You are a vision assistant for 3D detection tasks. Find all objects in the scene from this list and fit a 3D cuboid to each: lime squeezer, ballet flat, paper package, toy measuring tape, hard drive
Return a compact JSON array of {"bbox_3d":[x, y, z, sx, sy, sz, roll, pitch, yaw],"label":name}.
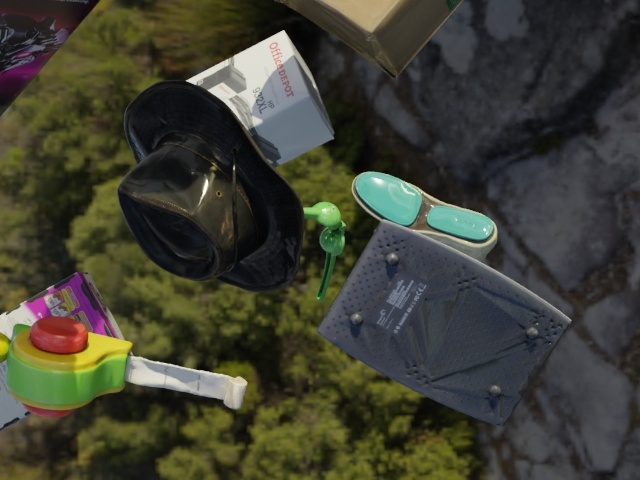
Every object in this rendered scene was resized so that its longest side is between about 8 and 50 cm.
[{"bbox_3d":[0.000,0.000,1.978,0.059,0.110,0.310,31,161,32],"label":"lime squeezer"},{"bbox_3d":[0.163,-0.032,1.820,0.248,0.086,0.086,25,118,15],"label":"ballet flat"},{"bbox_3d":[0.107,-0.498,1.958,0.309,0.168,0.325,39,86,26],"label":"paper package"},{"bbox_3d":[-0.258,0.166,1.355,0.121,0.330,0.121,13,-90,-88],"label":"toy measuring tape"},{"bbox_3d":[0.142,0.093,1.321,0.172,0.255,0.054,-60,10,13],"label":"hard drive"}]

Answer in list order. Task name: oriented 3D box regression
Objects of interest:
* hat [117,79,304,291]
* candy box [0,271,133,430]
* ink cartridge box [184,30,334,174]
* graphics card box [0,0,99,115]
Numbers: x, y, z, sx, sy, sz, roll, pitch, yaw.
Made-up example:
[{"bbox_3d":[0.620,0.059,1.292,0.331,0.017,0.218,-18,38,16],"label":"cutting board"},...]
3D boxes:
[{"bbox_3d":[-0.182,-0.040,1.526,0.331,0.134,0.331,27,138,28],"label":"hat"},{"bbox_3d":[-0.433,0.173,1.772,0.159,0.233,0.071,62,-177,5],"label":"candy box"},{"bbox_3d":[-0.155,-0.238,2.204,0.129,0.307,0.223,56,-169,-46],"label":"ink cartridge box"},{"bbox_3d":[-0.419,-0.255,1.300,0.371,0.233,0.094,-30,70,46],"label":"graphics card box"}]
